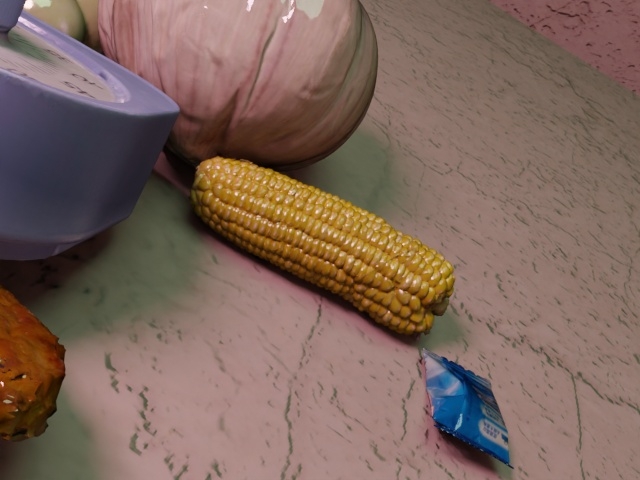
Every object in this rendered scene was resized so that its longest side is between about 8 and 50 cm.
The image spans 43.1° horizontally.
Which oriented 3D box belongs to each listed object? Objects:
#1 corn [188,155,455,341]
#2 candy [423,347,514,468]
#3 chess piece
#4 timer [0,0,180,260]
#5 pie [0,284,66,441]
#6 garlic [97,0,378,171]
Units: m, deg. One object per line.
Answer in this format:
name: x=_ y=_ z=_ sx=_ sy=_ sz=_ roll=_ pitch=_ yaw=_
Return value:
corn: x=0.000 y=0.000 z=0.825 sx=0.292 sy=0.101 sz=0.101 roll=27 pitch=33 yaw=0
candy: x=0.139 y=0.154 z=0.777 sx=0.088 sy=0.038 sz=0.136 roll=27 pitch=24 yaw=-11
chess piece: x=-0.275 y=-0.265 z=0.936 sx=0.144 sy=0.144 sz=0.251 roll=35 pitch=40 yaw=6
timer: x=-0.305 y=-0.141 z=0.598 sx=0.395 sy=0.173 sz=0.395 roll=30 pitch=11 yaw=-6
pie: x=-0.306 y=0.033 z=0.490 sx=0.308 sy=0.085 sz=0.308 roll=28 pitch=14 yaw=-8
garlic: x=-0.077 y=-0.193 z=0.872 sx=0.317 sy=0.259 sz=0.317 roll=26 pitch=-5 yaw=3
